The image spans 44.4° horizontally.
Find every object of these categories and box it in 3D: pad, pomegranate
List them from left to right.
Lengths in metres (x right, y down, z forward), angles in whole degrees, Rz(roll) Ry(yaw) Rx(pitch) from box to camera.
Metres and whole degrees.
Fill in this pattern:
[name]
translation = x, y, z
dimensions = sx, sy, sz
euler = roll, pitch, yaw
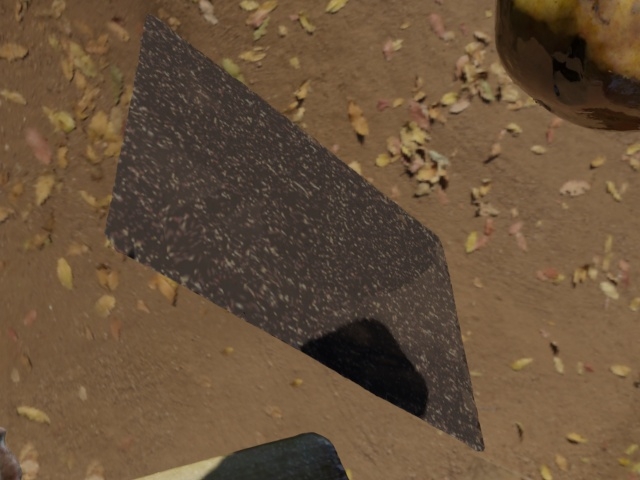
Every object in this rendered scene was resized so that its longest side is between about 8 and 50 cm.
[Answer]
[pad]
translation = 0.000, 0.000, 0.547
dimensions = 0.004, 0.220, 0.330
euler = -35, 128, 29
[pomegranate]
translation = 0.341, -0.257, 0.906
dimensions = 0.281, 0.281, 0.281
euler = -1, 94, -22

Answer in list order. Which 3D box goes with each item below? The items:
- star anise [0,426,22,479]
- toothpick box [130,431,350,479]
[star anise]
translation = -0.351, 0.302, 0.824
dimensions = 0.109, 0.236, 0.223
euler = -47, 126, -41
[toothpick box]
translation = -0.057, 0.302, 0.502
dimensions = 0.190, 0.187, 0.308
euler = -14, 135, -18
